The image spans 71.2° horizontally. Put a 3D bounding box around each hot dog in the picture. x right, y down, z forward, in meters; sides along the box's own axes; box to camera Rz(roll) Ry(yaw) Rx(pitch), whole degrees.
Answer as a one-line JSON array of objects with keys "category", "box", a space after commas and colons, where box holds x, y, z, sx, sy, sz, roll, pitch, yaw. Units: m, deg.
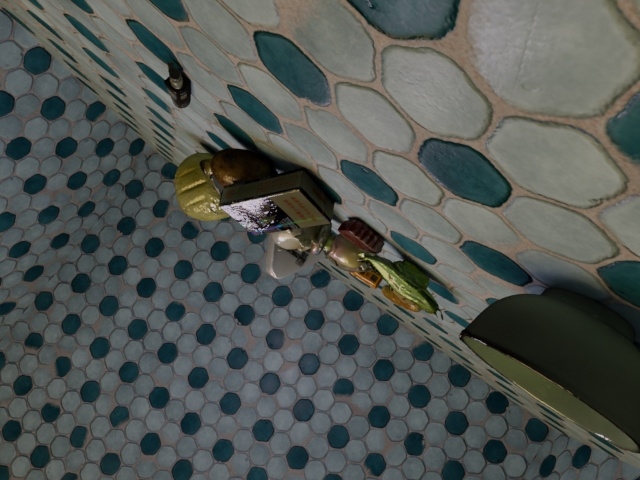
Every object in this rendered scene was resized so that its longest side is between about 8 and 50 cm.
[{"category": "hot dog", "box": [0.389, 0.282, 2.169, 0.088, 0.061, 0.286, 51, 166, -21]}]

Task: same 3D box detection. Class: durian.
[{"category": "durian", "box": [0.286, 0.134, 1.477, 0.375, 0.106, 0.132, 35, 144, -9]}]

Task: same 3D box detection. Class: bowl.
[{"category": "bowl", "box": [0.473, 0.215, 0.870, 0.354, 0.185, 0.354, 35, 172, 5]}]

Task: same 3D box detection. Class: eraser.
[{"category": "eraser", "box": [-0.118, 0.035, 2.332, 0.331, 0.331, 0.150, 39, 170, -21]}]

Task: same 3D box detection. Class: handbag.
[{"category": "handbag", "box": [0.113, 0.068, 1.828, 0.182, 0.117, 0.270, 34, 168, -16]}]

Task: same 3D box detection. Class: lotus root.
[{"category": "lotus root", "box": [-0.260, -0.228, 1.491, 0.314, 0.141, 0.169, 18, 159, 9]}]

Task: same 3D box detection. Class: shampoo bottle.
[{"category": "shampoo bottle", "box": [-0.403, -0.435, 1.264, 0.063, 0.057, 0.207, 45, 170, -8]}]

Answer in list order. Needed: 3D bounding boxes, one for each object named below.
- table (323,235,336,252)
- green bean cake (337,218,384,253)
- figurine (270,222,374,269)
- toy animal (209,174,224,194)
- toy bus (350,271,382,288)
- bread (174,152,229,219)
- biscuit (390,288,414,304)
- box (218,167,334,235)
[{"category": "table", "box": [-0.015, -0.015, 1.885, 0.111, 0.121, 0.240, 37, 173, -11]}, {"category": "green bean cake", "box": [0.134, -0.016, 1.459, 0.135, 0.056, 0.135, 39, 172, -14]}, {"category": "figurine", "box": [0.000, 0.000, 1.598, 0.394, 0.226, 0.274, 26, -161, 3]}, {"category": "toy animal", "box": [-0.310, -0.212, 1.803, 0.187, 0.165, 0.235, 53, -176, 36]}, {"category": "toy bus", "box": [0.215, 0.162, 2.153, 0.162, 0.069, 0.074, 32, 171, 20]}, {"category": "bread", "box": [-0.515, -0.242, 2.030, 0.320, 0.320, 0.237, 31, -170, 35]}, {"category": "biscuit", "box": [0.367, 0.231, 1.968, 0.056, 0.052, 0.188, 12, 160, 40]}, {"category": "box", "box": [-0.135, -0.112, 1.403, 0.310, 0.084, 0.198, -8, 148, 29]}]
